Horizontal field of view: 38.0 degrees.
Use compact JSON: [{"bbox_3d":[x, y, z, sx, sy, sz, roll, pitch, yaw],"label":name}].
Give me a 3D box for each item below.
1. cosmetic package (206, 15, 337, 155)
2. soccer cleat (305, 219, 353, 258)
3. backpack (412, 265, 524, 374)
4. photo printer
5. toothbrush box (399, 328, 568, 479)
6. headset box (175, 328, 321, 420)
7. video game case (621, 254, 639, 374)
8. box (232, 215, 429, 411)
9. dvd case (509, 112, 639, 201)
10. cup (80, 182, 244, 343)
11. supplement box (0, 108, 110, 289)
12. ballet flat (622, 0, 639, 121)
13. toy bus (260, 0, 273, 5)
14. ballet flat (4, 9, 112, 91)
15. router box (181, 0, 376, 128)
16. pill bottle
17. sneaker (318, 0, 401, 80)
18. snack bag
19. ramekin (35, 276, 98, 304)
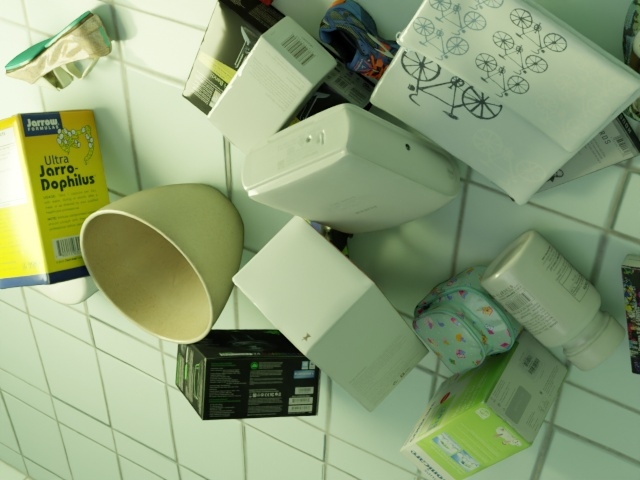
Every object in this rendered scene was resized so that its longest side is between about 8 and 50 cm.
[{"bbox_3d":[-0.084,-0.246,1.536,0.117,0.085,0.231,44,140,-2],"label":"cosmetic package"},{"bbox_3d":[0.001,-0.001,1.823,0.121,0.093,0.289,57,152,30],"label":"soccer cleat"},{"bbox_3d":[0.272,0.142,1.676,0.166,0.144,0.188,50,135,-1],"label":"backpack"},{"bbox_3d":[0.063,-0.103,1.547,0.256,0.107,0.307,-19,153,40],"label":"photo printer"},{"bbox_3d":[0.305,0.322,1.754,0.122,0.206,0.283,41,140,0],"label":"toothbrush box"},{"bbox_3d":[-0.161,0.274,1.967,0.283,0.246,0.131,-160,73,-69],"label":"headset box"},{"bbox_3d":[0.599,0.136,1.491,0.210,0.042,0.232,6,128,34],"label":"video game case"},{"bbox_3d":[0.027,0.141,1.691,0.215,0.168,0.345,42,176,33],"label":"box"},{"bbox_3d":[0.347,-0.168,1.434,0.239,0.029,0.179,-23,109,46],"label":"dvd case"},{"bbox_3d":[-0.292,0.013,1.925,0.331,0.237,0.331,20,135,22],"label":"cup"},{"bbox_3d":[-0.590,-0.089,2.003,0.194,0.195,0.356,-6,96,40],"label":"supplement box"},{"bbox_3d":[0.447,-0.242,1.263,0.070,0.070,0.188,14,137,29],"label":"ballet flat"},{"bbox_3d":[-0.122,-0.467,1.481,0.202,0.104,0.191,-24,108,46],"label":"toy bus"},{"bbox_3d":[-0.533,-0.363,1.892,0.316,0.107,0.106,-12,124,44],"label":"ballet flat"},{"bbox_3d":[-0.077,-0.261,1.642,0.309,0.081,0.243,39,139,3],"label":"router box"},{"bbox_3d":[0.392,0.104,1.556,0.229,0.131,0.131,44,139,-2],"label":"pill bottle"},{"bbox_3d":[0.083,-0.288,1.490,0.221,0.087,0.083,39,140,4],"label":"sneaker"},{"bbox_3d":[0.249,-0.217,1.363,0.323,0.037,0.342,33,146,-3],"label":"snack bag"},{"bbox_3d":[-0.626,0.025,2.270,0.277,0.135,0.277,21,134,23],"label":"ramekin"}]
